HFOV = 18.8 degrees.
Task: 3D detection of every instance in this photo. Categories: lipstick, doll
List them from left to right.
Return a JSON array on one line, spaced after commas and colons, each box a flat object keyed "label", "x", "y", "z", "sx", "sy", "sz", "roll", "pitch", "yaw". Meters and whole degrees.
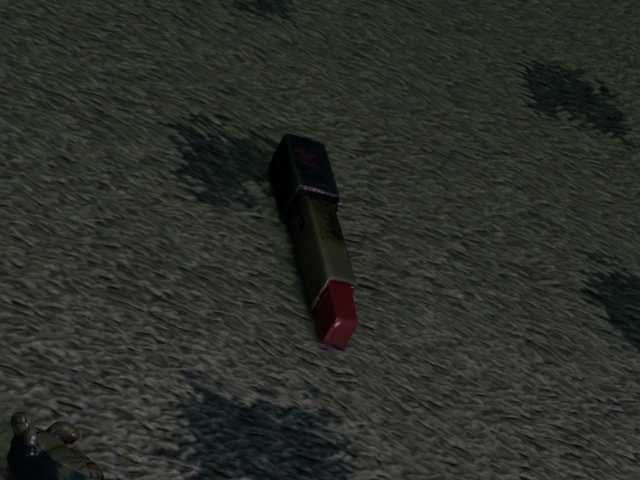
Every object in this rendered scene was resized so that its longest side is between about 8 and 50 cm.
[{"label": "doll", "x": -0.195, "y": 0.171, "z": 1.446, "sx": 0.083, "sy": 0.050, "sz": 0.076, "roll": 42, "pitch": 12, "yaw": 28}, {"label": "lipstick", "x": 0.000, "y": 0.000, "z": 1.917, "sx": 0.051, "sy": 0.051, "sz": 0.312, "roll": 18, "pitch": 29, "yaw": -22}]
